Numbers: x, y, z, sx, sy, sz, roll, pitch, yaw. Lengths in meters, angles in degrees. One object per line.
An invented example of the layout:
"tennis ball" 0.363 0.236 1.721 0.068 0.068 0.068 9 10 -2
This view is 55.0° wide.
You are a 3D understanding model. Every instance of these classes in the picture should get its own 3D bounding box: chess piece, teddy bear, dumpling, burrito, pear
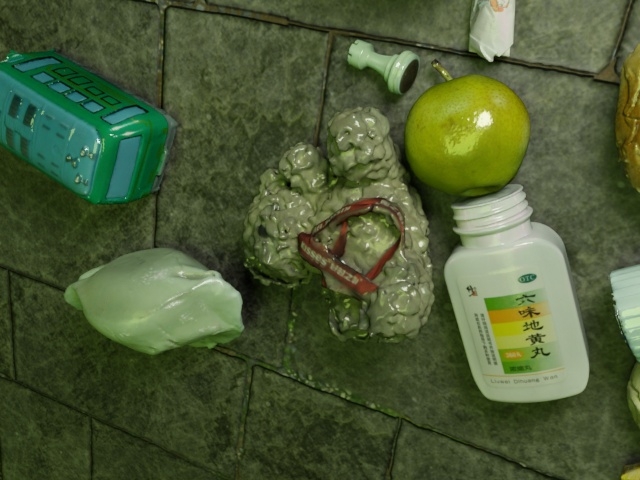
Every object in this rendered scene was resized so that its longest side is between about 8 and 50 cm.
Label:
"chess piece" 0.094 -0.273 0.947 0.103 0.067 0.067 30 118 21
"teddy bear" 0.000 0.000 1.006 0.368 0.225 0.357 -14 88 30
"dumpling" -0.305 0.115 1.198 0.321 0.270 0.211 26 96 40
"burrito" 0.241 -0.355 0.853 0.064 0.064 0.203 6 112 22
"pear" 0.207 -0.171 0.889 0.180 0.166 0.216 -19 68 38

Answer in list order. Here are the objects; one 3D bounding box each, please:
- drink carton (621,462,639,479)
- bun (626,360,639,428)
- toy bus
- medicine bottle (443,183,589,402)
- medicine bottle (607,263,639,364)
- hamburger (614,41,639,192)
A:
"drink carton" 0.578 0.369 0.944 0.200 0.084 0.074 -21 76 30
"bun" 0.540 0.242 0.898 0.164 0.111 0.188 -2 103 23
"toy bus" -0.461 -0.211 1.142 0.344 0.199 0.183 30 119 14
"medicine bottle" 0.295 0.081 0.947 0.179 0.124 0.324 -11 102 27
"medicine bottle" 0.561 0.065 0.798 0.318 0.158 0.158 -19 99 29
"hamburger" 0.484 -0.168 0.768 0.211 0.132 0.308 1 110 21
